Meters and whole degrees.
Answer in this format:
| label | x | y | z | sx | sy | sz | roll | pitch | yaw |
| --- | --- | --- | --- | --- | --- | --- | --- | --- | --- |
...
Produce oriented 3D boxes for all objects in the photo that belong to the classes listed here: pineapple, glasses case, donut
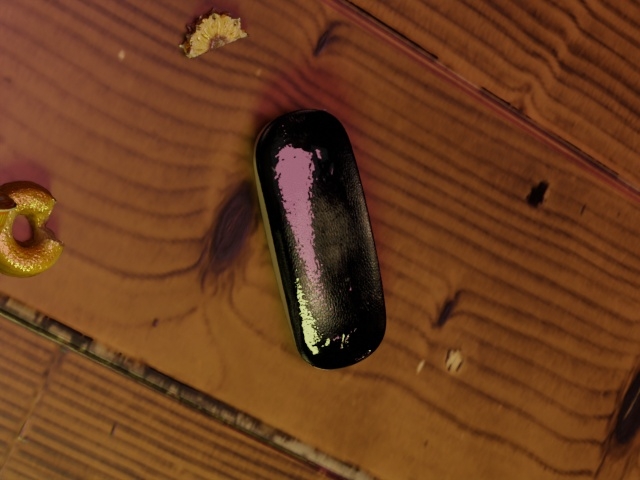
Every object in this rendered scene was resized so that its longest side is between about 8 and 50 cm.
| label | x | y | z | sx | sy | sz | roll | pitch | yaw |
| --- | --- | --- | --- | --- | --- | --- | --- | --- | --- |
| pineapple | -0.124 | -0.240 | 2.080 | 0.083 | 0.019 | 0.045 | -26 | 113 | -21 |
| glasses case | 0.000 | 0.000 | 2.139 | 0.122 | 0.075 | 0.314 | -18 | 105 | -21 |
| donut | -0.328 | -0.010 | 2.001 | 0.097 | 0.043 | 0.108 | -18 | 100 | -23 |

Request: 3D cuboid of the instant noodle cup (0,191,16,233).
| label | x | y | z | sx | sy | sz | roll | pitch | yaw |
| --- | --- | --- | --- | --- | --- | --- | --- | --- | --- |
| instant noodle cup | -0.420 | 0.028 | 1.906 | 0.168 | 0.168 | 0.185 | 12 | 99 | -26 |
